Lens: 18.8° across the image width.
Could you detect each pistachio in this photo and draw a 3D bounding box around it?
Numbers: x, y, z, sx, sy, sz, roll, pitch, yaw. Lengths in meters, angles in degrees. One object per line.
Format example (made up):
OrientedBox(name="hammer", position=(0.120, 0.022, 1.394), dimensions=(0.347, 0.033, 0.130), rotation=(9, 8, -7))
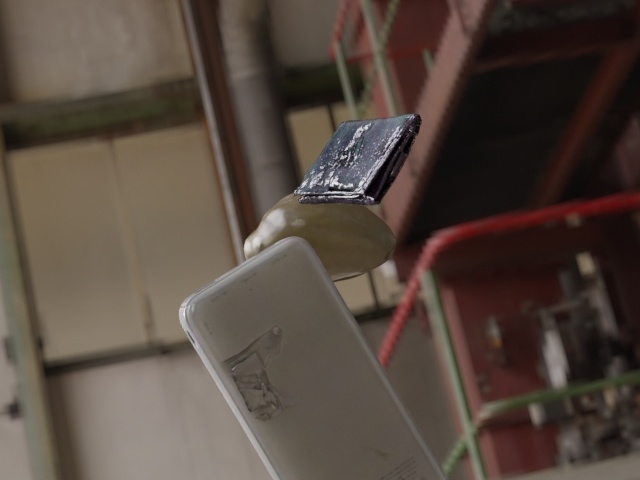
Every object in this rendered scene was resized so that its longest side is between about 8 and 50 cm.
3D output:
OrientedBox(name="pistachio", position=(0.000, 0.000, 2.368), dimensions=(0.185, 0.124, 0.124), rotation=(6, -23, 0))

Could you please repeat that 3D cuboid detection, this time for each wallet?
OrientedBox(name="wallet", position=(0.041, -0.085, 2.071), dimensions=(0.030, 0.111, 0.166), rotation=(41, -18, -23))

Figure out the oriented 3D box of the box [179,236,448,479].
OrientedBox(name="box", position=(-0.003, 0.146, 1.750), dimensions=(0.142, 0.285, 0.044), rotation=(-32, 4, -20))
